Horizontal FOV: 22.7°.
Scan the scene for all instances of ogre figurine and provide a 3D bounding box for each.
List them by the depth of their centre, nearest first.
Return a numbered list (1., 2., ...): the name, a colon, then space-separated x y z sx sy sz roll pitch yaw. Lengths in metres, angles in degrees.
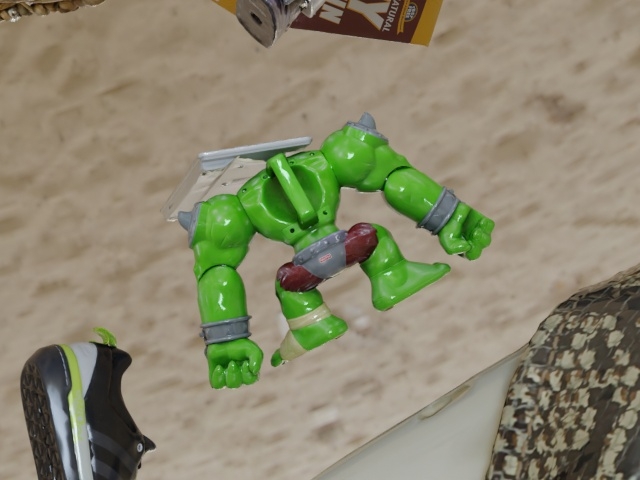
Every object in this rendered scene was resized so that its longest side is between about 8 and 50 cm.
1. ogre figurine: 0.000 0.000 1.003 0.197 0.118 0.097 -28 -179 14

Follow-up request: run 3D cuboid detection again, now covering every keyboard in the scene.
1. keyboard: -0.063 -0.041 1.095 0.072 0.014 0.256 -15 177 -12

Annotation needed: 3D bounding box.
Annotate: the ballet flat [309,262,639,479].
1. ballet flat: 0.043 0.154 0.394 0.182 0.483 0.164 4 145 33

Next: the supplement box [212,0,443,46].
1. supplement box: -0.017 -0.263 1.341 0.194 0.191 0.129 2 114 -39

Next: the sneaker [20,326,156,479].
1. sneaker: -0.168 0.186 1.262 0.097 0.234 0.084 -8 179 -32

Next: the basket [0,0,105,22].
1. basket: -0.211 -0.315 1.004 0.213 0.299 0.223 -4 153 23

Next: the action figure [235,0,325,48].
1. action figure: 0.044 -0.245 1.018 0.285 0.185 0.099 -43 161 -11
